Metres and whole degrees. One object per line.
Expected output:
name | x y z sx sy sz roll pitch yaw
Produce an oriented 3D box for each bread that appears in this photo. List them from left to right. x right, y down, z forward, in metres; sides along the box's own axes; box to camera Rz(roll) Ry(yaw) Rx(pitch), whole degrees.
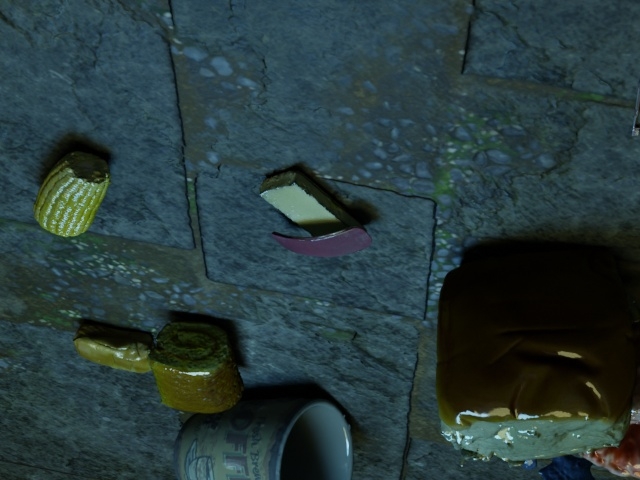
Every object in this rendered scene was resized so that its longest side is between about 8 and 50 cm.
bread | -0.330 0.173 2.316 0.132 0.053 0.074 13 150 4
bread | -0.193 0.199 2.256 0.132 0.103 0.172 5 150 7
bread | -0.008 -0.039 1.865 0.068 0.028 0.153 -15 141 39
bread | 0.280 0.147 1.865 0.279 0.250 0.225 -8 151 22

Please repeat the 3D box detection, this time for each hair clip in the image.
hair clip | 0.000 0.001 1.885 0.137 0.022 0.054 -3 152 27

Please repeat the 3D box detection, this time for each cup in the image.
cup | -0.109 0.406 2.400 0.257 0.301 0.227 0 168 36

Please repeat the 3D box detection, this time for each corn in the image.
corn | -0.328 -0.062 1.915 0.085 0.063 0.165 30 145 -10

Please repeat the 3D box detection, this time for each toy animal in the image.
toy animal | 0.298 0.259 2.092 0.255 0.176 0.239 22 145 9

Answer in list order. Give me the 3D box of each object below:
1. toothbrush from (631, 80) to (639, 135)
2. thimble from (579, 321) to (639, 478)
toothbrush | 0.347 -0.144 1.574 0.008 0.006 0.097 5 149 11
thimble | 0.471 0.221 1.987 0.239 0.162 0.239 11 147 7
